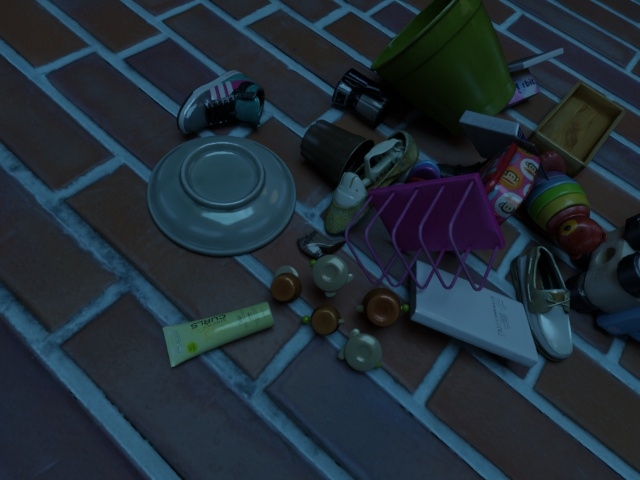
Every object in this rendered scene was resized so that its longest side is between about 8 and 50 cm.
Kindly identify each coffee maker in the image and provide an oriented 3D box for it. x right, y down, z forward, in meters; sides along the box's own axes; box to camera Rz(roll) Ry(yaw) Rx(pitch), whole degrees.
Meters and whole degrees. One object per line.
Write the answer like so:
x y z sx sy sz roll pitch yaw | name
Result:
0.149 -0.475 1.399 0.178 0.120 0.171 34 35 8 | coffee maker

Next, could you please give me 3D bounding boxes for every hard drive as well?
0.370 0.173 1.048 0.307 0.040 0.203 22 36 -2 | hard drive

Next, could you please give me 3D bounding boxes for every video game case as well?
0.734 -0.651 1.569 0.227 0.206 0.026 -27 110 -23 | video game case

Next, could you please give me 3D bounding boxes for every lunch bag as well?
0.429 -0.089 1.115 0.120 0.293 0.258 35 59 5 | lunch bag

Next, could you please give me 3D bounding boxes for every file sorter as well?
0.233 -0.004 0.987 0.182 0.291 0.202 -52 122 -33 | file sorter

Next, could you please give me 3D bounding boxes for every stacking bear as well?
0.688 -0.084 1.210 0.164 0.175 0.289 25 39 -36 | stacking bear

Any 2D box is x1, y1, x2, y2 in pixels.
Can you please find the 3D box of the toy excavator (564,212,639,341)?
0.892 0.210 1.097 0.445 0.222 0.433 34 61 -1 | toy excavator

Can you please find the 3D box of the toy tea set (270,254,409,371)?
0.042 0.150 1.029 0.336 0.124 0.200 36 90 7 | toy tea set

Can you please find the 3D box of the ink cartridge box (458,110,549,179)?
0.520 -0.264 1.175 0.224 0.223 0.045 35 95 40 | ink cartridge box

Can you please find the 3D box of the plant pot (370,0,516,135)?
0.409 -0.534 1.324 0.353 0.366 0.366 43 57 -19 | plant pot

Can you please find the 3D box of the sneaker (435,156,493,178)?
0.455 -0.208 1.284 0.227 0.130 0.087 20 57 3 | sneaker

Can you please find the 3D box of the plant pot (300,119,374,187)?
0.041 -0.254 1.221 0.165 0.167 0.167 35 60 20 | plant pot

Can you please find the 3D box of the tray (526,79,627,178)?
0.917 -0.407 1.519 0.203 0.076 0.411 41 62 13 | tray

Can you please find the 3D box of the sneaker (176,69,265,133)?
-0.265 -0.387 1.257 0.178 0.124 0.295 28 58 17 | sneaker

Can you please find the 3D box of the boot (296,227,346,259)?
0.000 0.000 1.128 0.118 0.042 0.087 -27 61 -30 | boot

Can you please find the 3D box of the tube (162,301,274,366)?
-0.226 0.203 0.958 0.240 0.062 0.070 -16 24 -14 | tube

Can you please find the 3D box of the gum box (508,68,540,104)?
0.706 -0.555 1.550 0.188 0.062 0.107 -25 89 -23 | gum box

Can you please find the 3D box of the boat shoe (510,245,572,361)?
0.589 0.158 1.111 0.113 0.103 0.302 -2 61 -12 | boat shoe

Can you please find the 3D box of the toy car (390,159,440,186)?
0.287 -0.155 1.214 0.159 0.136 0.182 25 59 4 | toy car

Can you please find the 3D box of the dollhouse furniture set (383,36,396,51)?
0.282 -0.679 1.563 0.182 0.101 0.161 -22 42 -21 | dollhouse furniture set

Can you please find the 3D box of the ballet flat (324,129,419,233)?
0.125 -0.168 1.146 0.348 0.123 0.123 -43 75 -7 | ballet flat

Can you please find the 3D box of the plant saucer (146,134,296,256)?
-0.259 -0.154 1.131 0.400 0.100 0.400 4 59 -8 | plant saucer
